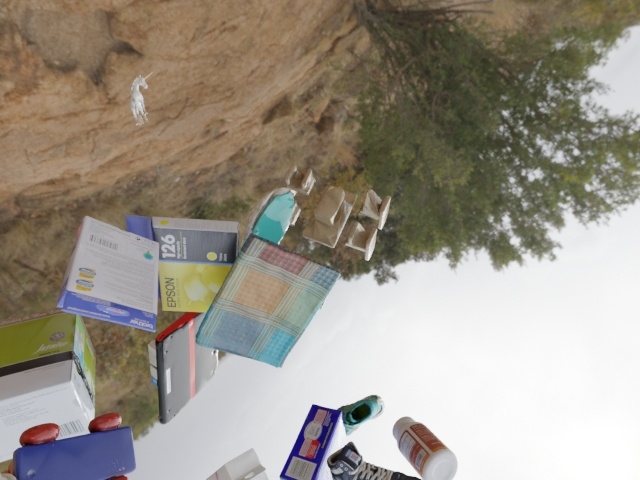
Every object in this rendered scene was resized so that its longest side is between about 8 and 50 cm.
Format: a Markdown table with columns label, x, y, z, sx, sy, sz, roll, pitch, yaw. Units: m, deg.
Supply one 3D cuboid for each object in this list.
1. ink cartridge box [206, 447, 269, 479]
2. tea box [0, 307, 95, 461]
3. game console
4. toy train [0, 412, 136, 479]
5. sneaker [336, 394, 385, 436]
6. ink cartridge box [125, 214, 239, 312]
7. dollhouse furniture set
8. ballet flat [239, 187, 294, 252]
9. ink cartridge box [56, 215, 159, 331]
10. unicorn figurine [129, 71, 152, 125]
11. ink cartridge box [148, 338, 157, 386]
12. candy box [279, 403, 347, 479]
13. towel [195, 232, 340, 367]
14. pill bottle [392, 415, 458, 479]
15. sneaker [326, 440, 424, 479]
| label | x | y | z | sx | sy | sz | roll | pitch | yaw |
| --- | --- | --- | --- | --- | --- | --- | --- | --- | --- |
| ink cartridge box | -0.204 | 0.594 | 1.020 | 0.092 | 0.090 | 0.143 | -10 | 147 | -47 |
| tea box | -0.814 | 0.382 | 1.105 | 0.329 | 0.323 | 0.219 | -12 | 125 | -20 |
| game console | -0.510 | 0.452 | 1.580 | 0.342 | 0.060 | 0.386 | -38 | 137 | -61 |
| toy train | -0.376 | 0.300 | 0.505 | 0.143 | 0.105 | 0.248 | -31 | 155 | 20 |
| sneaker | 0.113 | 0.666 | 1.550 | 0.275 | 0.107 | 0.110 | -41 | 154 | 18 |
| ink cartridge box | -0.393 | 0.078 | 1.186 | 0.072 | 0.308 | 0.303 | -102 | -163 | -55 |
| dollhouse furniture set | 0.000 | 0.000 | 1.420 | 0.256 | 0.362 | 0.394 | 84 | 29 | -64 |
| ballet flat | -0.205 | 0.004 | 1.278 | 0.408 | 0.147 | 0.147 | -69 | 170 | 24 |
| ink cartridge box | -0.464 | 0.082 | 0.919 | 0.065 | 0.186 | 0.311 | -51 | -143 | 18 |
| unicorn figurine | -0.570 | -0.438 | 1.284 | 0.060 | 0.111 | 0.162 | -11 | 170 | -46 |
| ink cartridge box | -0.635 | 0.506 | 1.737 | 0.148 | 0.086 | 0.203 | -22 | 123 | -47 |
| candy box | -0.006 | 0.763 | 1.371 | 0.268 | 0.122 | 0.317 | -55 | 143 | -50 |
| towel | -0.146 | 0.180 | 1.101 | 0.370 | 0.272 | 0.040 | -58 | -159 | 22 |
| pill bottle | 0.318 | 0.652 | 1.285 | 0.121 | 0.121 | 0.216 | -45 | -160 | -8 |
| sneaker | 0.143 | 0.644 | 1.129 | 0.282 | 0.153 | 0.099 | -19 | -176 | 30 |
